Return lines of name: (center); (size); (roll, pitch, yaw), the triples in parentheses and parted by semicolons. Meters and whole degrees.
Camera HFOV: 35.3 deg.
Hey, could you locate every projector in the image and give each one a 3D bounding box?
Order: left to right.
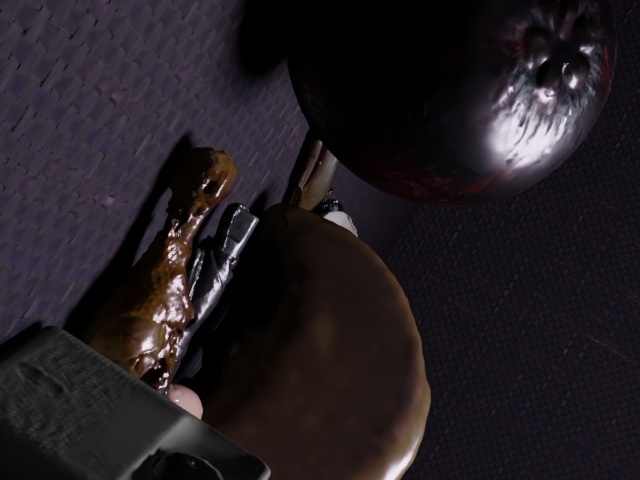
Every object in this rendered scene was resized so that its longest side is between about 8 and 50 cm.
projector: (-0.163, 0.205, 0.726); (0.177, 0.242, 0.163); (-62, 169, 27)

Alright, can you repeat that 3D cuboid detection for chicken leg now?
chicken leg: (-0.139, 0.035, 0.857); (0.107, 0.087, 0.252); (-126, -121, -76)

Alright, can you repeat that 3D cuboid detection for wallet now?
wallet: (0.014, -0.131, 1.292); (0.137, 0.031, 0.255); (-49, 167, -47)

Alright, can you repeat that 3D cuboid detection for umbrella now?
umbrella: (-0.137, 0.065, 1.023); (0.236, 0.059, 0.066); (-60, -164, -2)
umbrella: (0.000, 0.000, 1.615); (0.050, 0.046, 0.188); (-29, 157, -32)

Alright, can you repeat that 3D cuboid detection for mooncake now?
mooncake: (-0.084, 0.183, 1.176); (0.394, 0.393, 0.246); (-13, 154, -16)

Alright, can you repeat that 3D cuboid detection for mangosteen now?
mangosteen: (0.100, -0.176, 0.892); (0.300, 0.300, 0.300); (-57, 171, -13)

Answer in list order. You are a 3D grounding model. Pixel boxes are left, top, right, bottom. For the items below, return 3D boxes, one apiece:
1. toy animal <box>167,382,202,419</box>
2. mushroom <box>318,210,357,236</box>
toy animal: (-0.145, 0.229, 0.922); (0.171, 0.198, 0.171); (-22, 142, -18)
mushroom: (-0.011, 0.036, 1.554); (0.223, 0.092, 0.081); (122, -9, -55)
